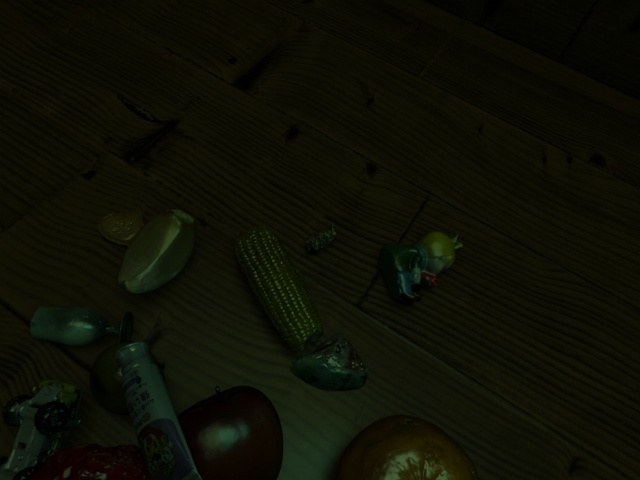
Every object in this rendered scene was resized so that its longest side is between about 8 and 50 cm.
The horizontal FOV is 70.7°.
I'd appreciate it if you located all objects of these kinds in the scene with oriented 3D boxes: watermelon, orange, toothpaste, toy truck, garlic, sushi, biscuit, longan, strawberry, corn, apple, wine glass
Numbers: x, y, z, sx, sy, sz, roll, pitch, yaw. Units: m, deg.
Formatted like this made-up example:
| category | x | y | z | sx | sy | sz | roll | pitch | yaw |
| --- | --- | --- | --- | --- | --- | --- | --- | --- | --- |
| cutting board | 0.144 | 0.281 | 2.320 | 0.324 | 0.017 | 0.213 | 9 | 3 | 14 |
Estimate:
| category | x | y | z | sx | sy | sz | roll | pitch | yaw |
| --- | --- | --- | --- | --- | --- | --- | --- | --- | --- |
| watermelon | 0.027 | 0.282 | 1.089 | 0.187 | 0.071 | 0.139 | 12 | 53 | -1 |
| orange | 0.168 | 0.492 | 0.881 | 0.284 | 0.226 | 0.283 | 4 | 53 | -5 |
| toothpaste | -0.305 | 0.326 | 0.824 | 0.114 | 0.073 | 0.299 | -44 | 57 | 15 |
| toy truck | -0.564 | 0.421 | 0.884 | 0.137 | 0.111 | 0.285 | -2 | 64 | 27 |
| garlic | -0.411 | 0.032 | 1.124 | 0.146 | 0.164 | 0.244 | 34 | 64 | -7 |
| sushi | 0.000 | 0.000 | 1.267 | 0.120 | 0.055 | 0.052 | -31 | 73 | -22 |
| biscuit | -0.530 | -0.038 | 1.231 | 0.140 | 0.023 | 0.118 | 18 | 58 | 4 |
| longan | -0.408 | 0.295 | 0.979 | 0.176 | 0.145 | 0.154 | 2 | 70 | -54 |
| strawberry | -0.383 | 0.485 | 0.805 | 0.277 | 0.257 | 0.257 | 3 | 49 | -51 |
| corn | -0.107 | 0.116 | 1.138 | 0.131 | 0.131 | 0.344 | -24 | 65 | -21 |
| apple | -0.180 | 0.403 | 0.898 | 0.234 | 0.234 | 0.233 | 4 | 58 | -6 |
| wine glass | -0.549 | 0.199 | 1.041 | 0.203 | 0.093 | 0.092 | 7 | 58 | -4 |

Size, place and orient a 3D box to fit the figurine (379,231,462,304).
| category | x | y | z | sx | sy | sz | roll | pitch | yaw |
| --- | --- | --- | --- | --- | --- | --- | --- | --- | --- |
| figurine | 0.291 | 0.071 | 1.231 | 0.235 | 0.127 | 0.185 | -7 | 64 | -24 |
